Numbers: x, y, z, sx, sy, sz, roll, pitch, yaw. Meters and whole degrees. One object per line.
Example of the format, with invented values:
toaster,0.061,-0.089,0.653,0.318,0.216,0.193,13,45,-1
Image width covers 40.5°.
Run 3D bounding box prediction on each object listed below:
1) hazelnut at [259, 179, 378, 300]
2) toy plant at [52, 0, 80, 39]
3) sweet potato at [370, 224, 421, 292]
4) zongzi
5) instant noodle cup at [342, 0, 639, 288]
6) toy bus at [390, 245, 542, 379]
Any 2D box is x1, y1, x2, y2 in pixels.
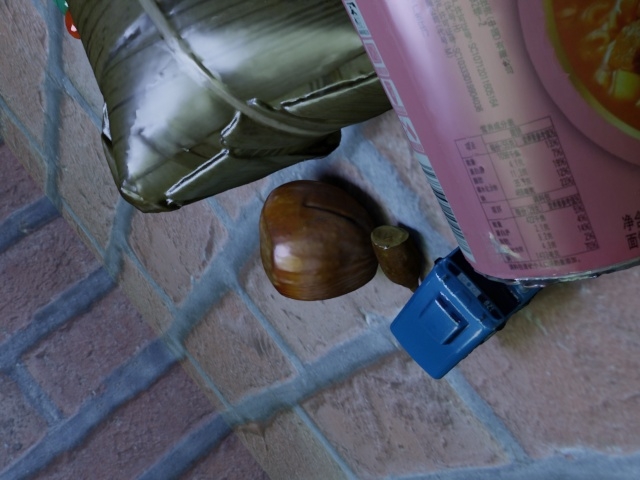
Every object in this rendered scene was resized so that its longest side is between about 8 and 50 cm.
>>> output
hazelnut,0.000,0.000,1.039,0.150,0.150,0.150,40,154,25
toy plant,-0.305,-0.385,0.958,0.279,0.185,0.400,41,174,42
sweet potato,0.096,0.028,0.999,0.049,0.049,0.117,26,156,45
zongzi,-0.046,-0.321,0.711,0.466,0.218,0.500,-22,88,33
instant noodle cup,0.118,-0.123,0.470,0.244,0.244,0.255,4,120,60
toy bus,0.145,0.065,0.878,0.090,0.106,0.185,49,156,13
